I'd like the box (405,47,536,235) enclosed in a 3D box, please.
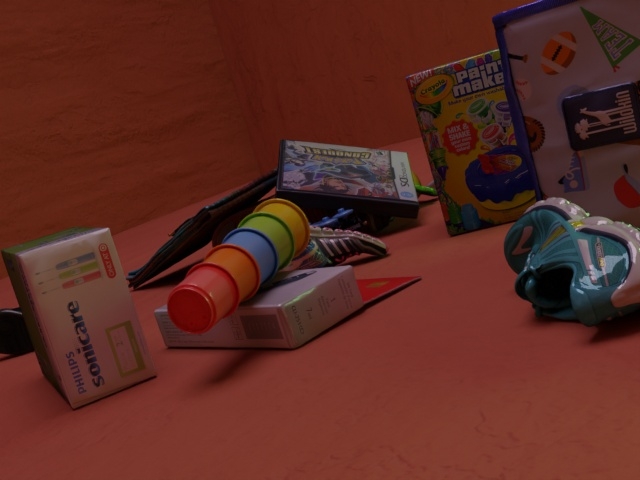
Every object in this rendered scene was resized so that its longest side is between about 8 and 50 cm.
[{"bbox_3d":[0.329,-0.188,1.484,0.290,0.279,0.177,-15,9,17],"label":"box"}]

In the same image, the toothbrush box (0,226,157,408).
[{"bbox_3d":[-0.345,0.094,1.223,0.122,0.206,0.283,-20,8,-22],"label":"toothbrush box"}]

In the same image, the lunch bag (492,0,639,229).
[{"bbox_3d":[0.435,-0.186,1.126,0.385,0.328,0.239,-16,7,-7],"label":"lunch bag"}]

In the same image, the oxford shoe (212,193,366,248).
[{"bbox_3d":[-0.048,-0.063,1.884,0.397,0.140,0.146,-18,6,-8],"label":"oxford shoe"}]

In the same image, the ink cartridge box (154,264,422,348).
[{"bbox_3d":[-0.050,0.076,1.249,0.261,0.066,0.296,-26,13,-41],"label":"ink cartridge box"}]

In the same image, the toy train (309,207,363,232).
[{"bbox_3d":[0.000,0.000,1.604,0.105,0.080,0.184,-19,4,44],"label":"toy train"}]

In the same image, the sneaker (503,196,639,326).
[{"bbox_3d":[0.246,0.025,0.908,0.110,0.107,0.275,-27,10,-6],"label":"sneaker"}]

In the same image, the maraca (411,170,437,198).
[{"bbox_3d":[0.177,-0.118,1.946,0.185,0.099,0.127,10,2,34],"label":"maraca"}]

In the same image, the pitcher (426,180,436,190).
[{"bbox_3d":[0.309,-0.162,1.955,0.178,0.125,0.207,-36,-5,10],"label":"pitcher"}]

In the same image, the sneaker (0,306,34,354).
[{"bbox_3d":[-0.516,0.148,1.621,0.227,0.087,0.130,-15,7,-7],"label":"sneaker"}]

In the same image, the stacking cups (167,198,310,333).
[{"bbox_3d":[-0.108,0.026,1.144,0.096,0.096,0.316,-13,11,22],"label":"stacking cups"}]

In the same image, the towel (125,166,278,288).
[{"bbox_3d":[-0.247,-0.033,1.904,0.370,0.040,0.271,-36,0,45],"label":"towel"}]

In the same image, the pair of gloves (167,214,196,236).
[{"bbox_3d":[-0.288,-0.032,1.854,0.074,0.010,0.083,-35,0,-1],"label":"pair of gloves"}]

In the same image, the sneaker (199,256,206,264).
[{"bbox_3d":[-0.162,0.048,1.631,0.188,0.066,0.071,-13,11,29],"label":"sneaker"}]

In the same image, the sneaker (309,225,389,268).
[{"bbox_3d":[0.030,0.019,1.487,0.170,0.075,0.063,7,-3,8],"label":"sneaker"}]

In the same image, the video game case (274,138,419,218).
[{"bbox_3d":[0.050,-0.128,1.754,0.275,0.035,0.248,6,29,-4],"label":"video game case"}]

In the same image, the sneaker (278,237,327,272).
[{"bbox_3d":[-0.039,0.052,1.452,0.135,0.058,0.052,-36,18,44],"label":"sneaker"}]

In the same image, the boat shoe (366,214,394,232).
[{"bbox_3d":[0.128,-0.054,1.785,0.049,0.056,0.152,-9,20,15],"label":"boat shoe"}]
